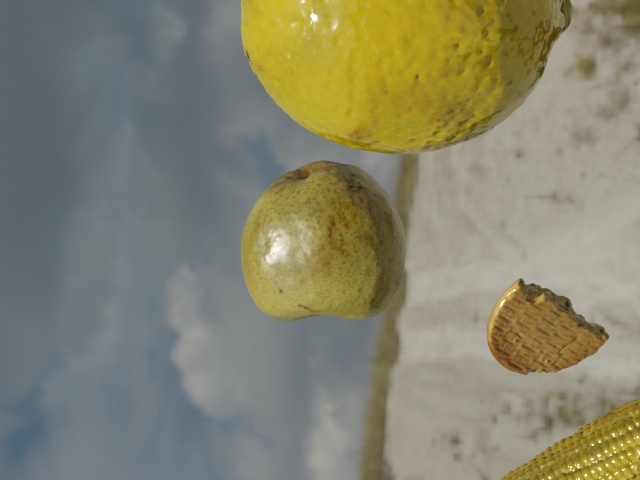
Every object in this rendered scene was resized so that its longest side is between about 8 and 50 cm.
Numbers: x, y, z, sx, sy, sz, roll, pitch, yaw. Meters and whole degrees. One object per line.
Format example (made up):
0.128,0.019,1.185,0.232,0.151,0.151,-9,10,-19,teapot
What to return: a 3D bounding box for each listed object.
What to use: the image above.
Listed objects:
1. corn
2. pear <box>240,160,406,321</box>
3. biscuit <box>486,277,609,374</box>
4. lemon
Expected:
0.354,0.326,1.965,0.144,0.387,0.144,50,-164,-20,corn
0.000,0.000,1.952,0.188,0.228,0.211,-9,-86,-70,pear
0.331,0.142,2.255,0.224,0.144,0.033,26,-156,-34,biscuit
0.082,-0.242,1.532,0.336,0.336,0.336,2,-90,-72,lemon
